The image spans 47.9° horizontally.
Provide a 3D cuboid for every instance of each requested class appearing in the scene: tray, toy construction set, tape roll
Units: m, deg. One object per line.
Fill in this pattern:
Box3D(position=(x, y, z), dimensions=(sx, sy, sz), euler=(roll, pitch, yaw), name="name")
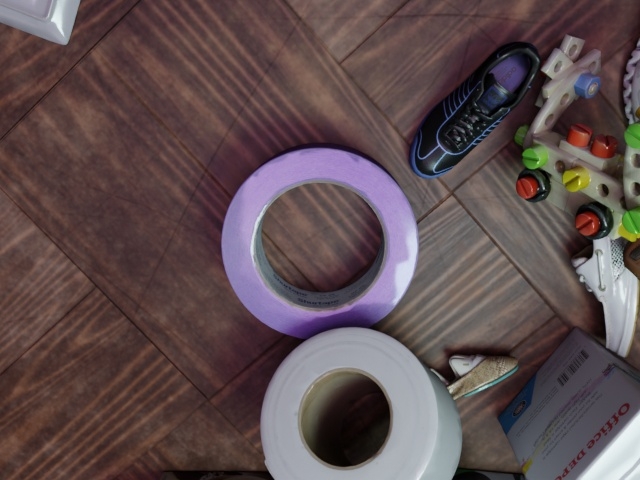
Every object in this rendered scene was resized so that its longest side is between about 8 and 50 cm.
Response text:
Box3D(position=(-0.462, -0.386, 0.996), dimensions=(0.270, 0.030, 0.145), euler=(21, 101, -3), name="tray")
Box3D(position=(0.355, -0.125, 0.903), dimensions=(0.151, 0.328, 0.215), euler=(-10, 127, -17), name="toy construction set")
Box3D(position=(0.000, 0.000, 1.038), dimensions=(0.274, 0.090, 0.275), euler=(0, 103, 1), name="tape roll")
Box3D(position=(0.060, 0.257, 0.994), dimensions=(0.246, 0.169, 0.246), euler=(-8, 66, 18), name="tape roll")

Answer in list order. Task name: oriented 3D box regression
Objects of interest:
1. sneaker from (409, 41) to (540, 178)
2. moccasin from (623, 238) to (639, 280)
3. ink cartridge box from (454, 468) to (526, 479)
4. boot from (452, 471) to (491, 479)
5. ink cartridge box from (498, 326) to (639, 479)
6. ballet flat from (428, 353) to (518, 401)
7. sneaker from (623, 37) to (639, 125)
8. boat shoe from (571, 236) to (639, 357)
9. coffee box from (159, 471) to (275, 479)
Box3D(position=(0.208, -0.178, 0.992), dimensions=(0.081, 0.090, 0.232), euler=(37, 100, -6), name="sneaker")
Box3D(position=(0.571, 0.082, 0.964), dimensions=(0.380, 0.147, 0.139), euler=(28, 115, -33), name="moccasin")
Box3D(position=(0.294, 0.451, 1.129), dimensions=(0.208, 0.087, 0.153), euler=(4, 102, 1), name="ink cartridge box")
Box3D(position=(0.131, 0.454, 0.999), dimensions=(0.305, 0.112, 0.115), euler=(-26, 114, -19), name="boot")
Box3D(position=(0.407, 0.289, 0.997), dimensions=(0.197, 0.270, 0.198), euler=(35, 101, -6), name="ink cartridge box")
Box3D(position=(0.197, 0.214, 1.092), dimensions=(0.206, 0.073, 0.067), euler=(-32, 85, 4), name="ballet flat")
Box3D(position=(0.481, -0.255, 0.956), dimensions=(0.110, 0.118, 0.292), euler=(1, 104, -1), name="sneaker")
Box3D(position=(0.413, 0.032, 1.038), dimensions=(0.096, 0.098, 0.277), euler=(2, 105, 24), name="boat shoe")
Box3D(position=(-0.109, 0.444, 1.098), dimensions=(0.297, 0.168, 0.119), euler=(0, 102, 1), name="coffee box")
